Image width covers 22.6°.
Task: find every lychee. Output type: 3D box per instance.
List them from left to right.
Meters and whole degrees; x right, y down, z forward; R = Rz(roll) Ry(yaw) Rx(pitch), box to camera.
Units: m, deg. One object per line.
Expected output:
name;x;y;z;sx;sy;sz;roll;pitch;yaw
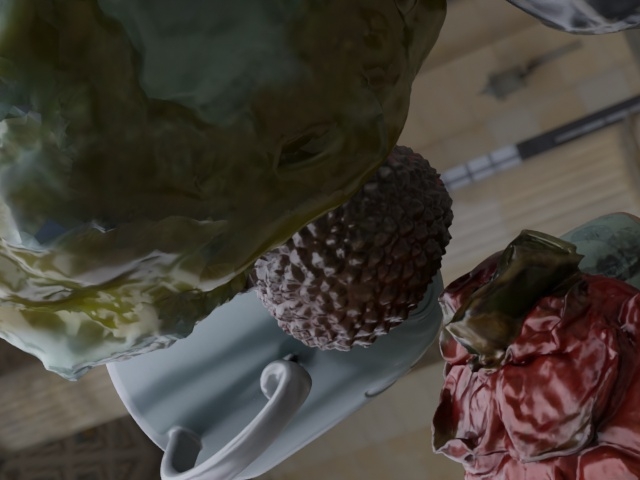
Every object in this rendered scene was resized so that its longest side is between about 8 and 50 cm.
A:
lychee;0.000;0.000;1.119;0.165;0.197;0.165;62;171;17

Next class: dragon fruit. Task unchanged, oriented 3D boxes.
dragon fruit;0.140;0.121;1.129;0.152;0.317;0.205;-34;-98;-26

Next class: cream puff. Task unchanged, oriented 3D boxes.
cream puff;-0.138;-0.121;0.883;0.378;0.275;0.378;0;-91;-37

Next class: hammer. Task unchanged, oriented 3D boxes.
hammer;0.267;0.130;1.374;0.305;0.202;0.113;58;169;23

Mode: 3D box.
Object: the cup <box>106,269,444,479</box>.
cup;-0.048;0.097;1.572;0.259;0.274;0.357;41;-146;-17

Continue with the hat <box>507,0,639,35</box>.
hat;0.128;-0.251;0.887;0.366;0.257;0.381;47;-157;13
